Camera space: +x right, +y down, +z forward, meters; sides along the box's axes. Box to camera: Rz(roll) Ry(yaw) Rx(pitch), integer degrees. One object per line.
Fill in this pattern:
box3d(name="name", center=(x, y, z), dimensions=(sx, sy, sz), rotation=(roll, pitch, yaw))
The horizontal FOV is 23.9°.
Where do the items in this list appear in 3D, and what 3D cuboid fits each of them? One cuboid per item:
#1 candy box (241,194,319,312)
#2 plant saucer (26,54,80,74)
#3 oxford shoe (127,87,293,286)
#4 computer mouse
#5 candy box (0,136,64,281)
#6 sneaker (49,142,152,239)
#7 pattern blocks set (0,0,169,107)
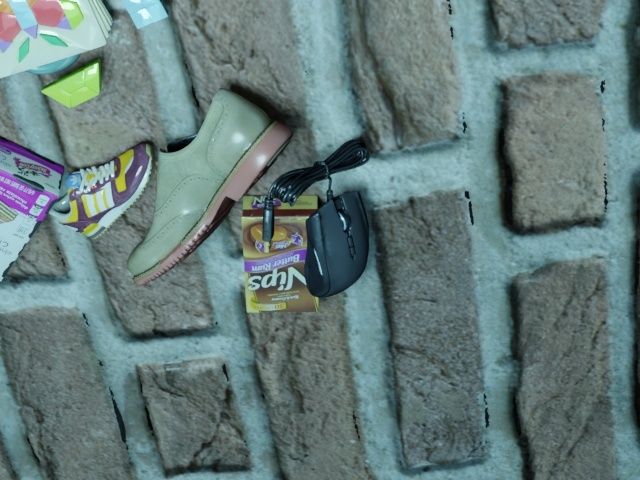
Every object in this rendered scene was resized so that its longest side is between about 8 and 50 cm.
box3d(name="candy box", center=(-0.056, 0.022, 2.173), dimensions=(0.109, 0.053, 0.187), rotation=(-1, 132, 0))
box3d(name="plant saucer", center=(-0.367, -0.259, 1.955), dimensions=(0.119, 0.021, 0.119), rotation=(1, 130, 1))
box3d(name="oxford shoe", center=(-0.179, -0.074, 2.073), dimensions=(0.130, 0.123, 0.348), rotation=(42, 121, -3))
box3d(name="computer mouse", center=(0.000, 0.000, 2.075), dimensions=(0.184, 0.060, 0.262), rotation=(-25, 136, -33))
box3d(name="candy box", center=(-0.483, -0.039, 2.114), dimensions=(0.159, 0.071, 0.233), rotation=(25, 127, -20))
box3d(name="sneaker", center=(-0.303, -0.075, 2.081), dimensions=(0.084, 0.070, 0.185), rotation=(26, 126, -26))
box3d(name="pattern blocks set", center=(-0.371, -0.289, 1.900), dimensions=(0.324, 0.026, 0.285), rotation=(-30, 117, 18))
